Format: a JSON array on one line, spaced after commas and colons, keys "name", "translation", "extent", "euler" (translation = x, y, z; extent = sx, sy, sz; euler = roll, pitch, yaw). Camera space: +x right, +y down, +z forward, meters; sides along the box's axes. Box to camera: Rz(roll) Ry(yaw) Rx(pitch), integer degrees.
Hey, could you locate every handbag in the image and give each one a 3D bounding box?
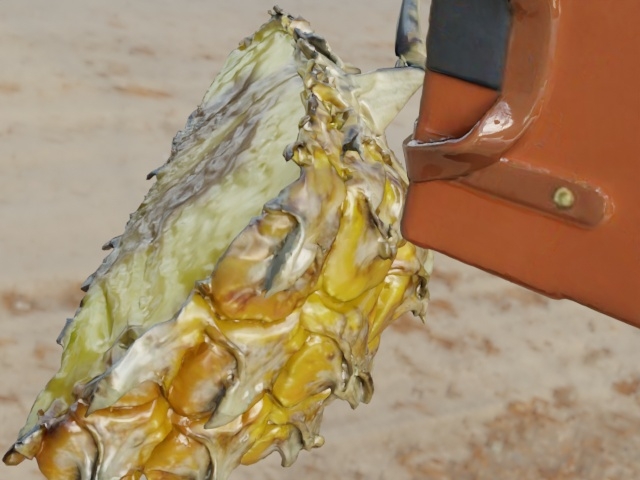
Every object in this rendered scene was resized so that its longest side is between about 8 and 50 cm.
[{"name": "handbag", "translation": [0.113, -0.033, 0.316], "extent": [0.190, 0.127, 0.063], "euler": [20, 31, 24]}]

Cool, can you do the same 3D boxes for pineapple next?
[{"name": "pineapple", "translation": [0.003, -0.002, 0.735], "extent": [0.161, 0.158, 0.334], "euler": [41, 40, -15]}]
